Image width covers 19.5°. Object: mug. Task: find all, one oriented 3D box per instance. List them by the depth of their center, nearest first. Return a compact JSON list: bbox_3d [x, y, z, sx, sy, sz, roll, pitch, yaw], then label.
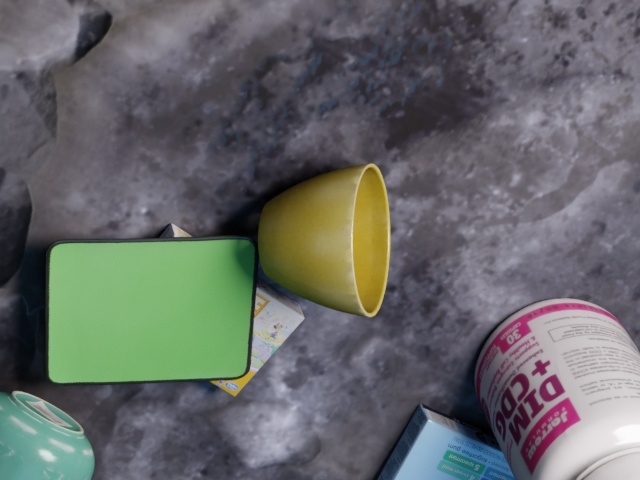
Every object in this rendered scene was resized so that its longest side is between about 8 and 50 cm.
[{"bbox_3d":[-0.279,0.188,1.666,0.157,0.129,0.097,30,93,-21],"label":"mug"}]

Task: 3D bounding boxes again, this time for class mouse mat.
[{"bbox_3d":[-0.151,0.064,1.665,0.189,0.007,0.153,-1,119,-11],"label":"mouse mat"}]

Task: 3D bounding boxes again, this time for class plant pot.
[{"bbox_3d":[0.000,0.000,1.638,0.095,0.134,0.134,0,122,16],"label":"plant pot"}]

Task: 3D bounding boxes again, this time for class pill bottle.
[{"bbox_3d":[0.251,0.187,1.698,0.160,0.283,0.160,-6,120,-10],"label":"pill bottle"}]

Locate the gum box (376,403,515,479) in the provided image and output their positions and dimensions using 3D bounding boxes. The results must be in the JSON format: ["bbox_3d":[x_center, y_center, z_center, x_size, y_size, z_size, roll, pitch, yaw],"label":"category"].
[{"bbox_3d":[0.126,0.272,1.837,0.157,0.041,0.184,25,105,-16],"label":"gum box"}]

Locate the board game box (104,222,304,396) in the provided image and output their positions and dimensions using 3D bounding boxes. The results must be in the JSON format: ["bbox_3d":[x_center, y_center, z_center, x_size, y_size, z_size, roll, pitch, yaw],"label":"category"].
[{"bbox_3d":[-0.106,0.065,1.696,0.154,0.026,0.103,33,107,-26],"label":"board game box"}]
